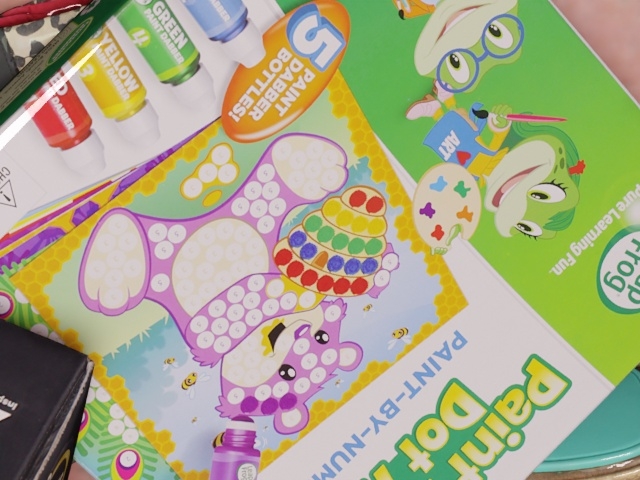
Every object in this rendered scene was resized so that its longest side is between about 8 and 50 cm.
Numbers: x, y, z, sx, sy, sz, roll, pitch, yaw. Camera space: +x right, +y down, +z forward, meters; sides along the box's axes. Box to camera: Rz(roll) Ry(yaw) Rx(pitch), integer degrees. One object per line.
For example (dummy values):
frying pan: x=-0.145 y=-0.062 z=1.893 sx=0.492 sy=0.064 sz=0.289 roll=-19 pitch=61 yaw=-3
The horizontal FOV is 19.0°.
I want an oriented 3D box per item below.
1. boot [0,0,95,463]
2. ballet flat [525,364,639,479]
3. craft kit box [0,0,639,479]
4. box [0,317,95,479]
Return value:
boot: x=-0.124 y=0.001 z=0.777 sx=0.236 sy=0.085 sz=0.178 roll=-19 pitch=108 yaw=5
ballet flat: x=0.150 y=0.081 z=0.799 sx=0.206 sy=0.073 sz=0.067 roll=-17 pitch=125 yaw=15
craft kit box: x=0.000 y=0.000 z=0.726 sx=0.250 sy=0.061 sz=0.246 roll=-45 pitch=112 yaw=-3
box: x=-0.299 y=0.087 z=0.736 sx=0.395 sy=0.097 sz=0.318 roll=23 pitch=139 yaw=3
